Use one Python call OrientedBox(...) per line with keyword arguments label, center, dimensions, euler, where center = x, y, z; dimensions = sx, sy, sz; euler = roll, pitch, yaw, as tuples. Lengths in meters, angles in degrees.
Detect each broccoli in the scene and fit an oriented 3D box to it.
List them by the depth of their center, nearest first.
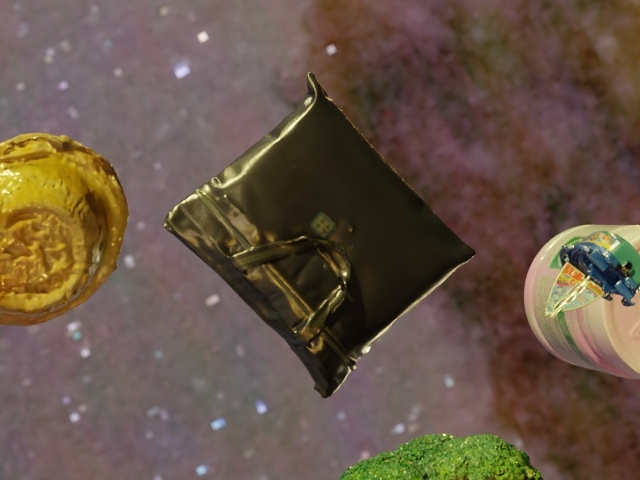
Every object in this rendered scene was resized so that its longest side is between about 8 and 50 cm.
OrientedBox(label="broccoli", center=(0.131, 0.311, 1.591), dimensions=(0.269, 0.269, 0.254), euler=(-98, 9, -47))

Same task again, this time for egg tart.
OrientedBox(label="egg tart", center=(-0.379, -0.002, 2.251), dimensions=(0.288, 0.288, 0.118), euler=(53, 180, -29))

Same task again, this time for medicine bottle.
OrientedBox(label="medicine bottle", center=(0.420, 0.082, 2.338), dimensions=(0.212, 0.212, 0.325), euler=(61, 170, -7))

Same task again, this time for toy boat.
OrientedBox(label="toy boat", center=(0.288, 0.044, 1.908), dimensions=(0.091, 0.110, 0.175), euler=(49, 175, -8))

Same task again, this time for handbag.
OrientedBox(label="handbag", center=(0.000, 0.000, 1.671), dimensions=(0.254, 0.211, 0.088), euler=(47, 173, -19))
